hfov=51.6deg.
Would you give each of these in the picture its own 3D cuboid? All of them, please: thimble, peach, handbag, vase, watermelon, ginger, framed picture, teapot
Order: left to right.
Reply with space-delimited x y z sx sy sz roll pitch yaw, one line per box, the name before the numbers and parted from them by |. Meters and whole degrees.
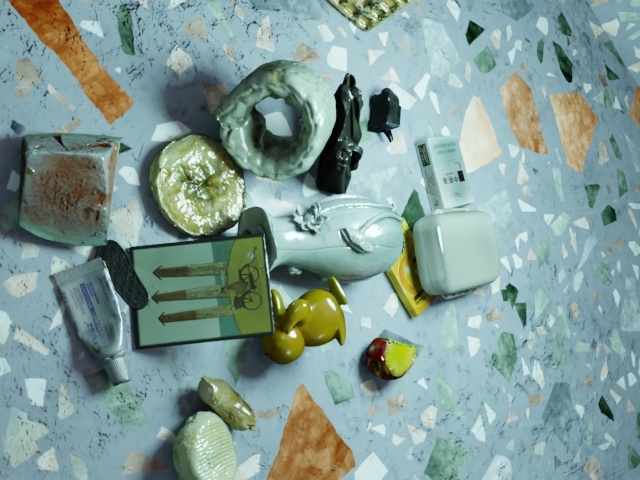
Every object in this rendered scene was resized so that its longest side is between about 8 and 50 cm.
watermelon | -0.526 -0.124 1.419 0.213 0.201 0.262 3 82 -27
framed picture | -0.280 0.118 1.556 0.324 0.013 0.244 -6 82 -4
ginger | -0.228 0.391 1.598 0.069 0.095 0.190 -45 107 -13
thimble | -0.113 -0.313 1.697 0.291 0.291 0.195 50 28 -17
vase | 0.000 0.000 1.758 0.445 0.250 0.250 -2 82 -36
handbag | 0.065 -0.294 1.857 0.113 0.257 0.285 9 73 -1
teapot | 0.215 -0.396 2.086 0.096 0.087 0.177 16 71 -38
peach | 0.199 0.333 1.918 0.172 0.092 0.127 -14 94 -49

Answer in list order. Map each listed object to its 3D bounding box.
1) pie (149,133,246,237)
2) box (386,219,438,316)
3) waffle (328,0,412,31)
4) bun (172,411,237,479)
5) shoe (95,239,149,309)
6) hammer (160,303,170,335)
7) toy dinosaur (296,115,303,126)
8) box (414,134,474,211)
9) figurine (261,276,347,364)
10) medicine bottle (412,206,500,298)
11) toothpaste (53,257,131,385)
pie | -0.302 -0.139 1.674 0.274 0.055 0.274 8 75 -34
box | 0.269 0.084 2.048 0.152 0.043 0.269 -36 102 -36
waffle | 0.101 -0.817 1.980 0.376 0.261 0.114 32 58 -27
bun | -0.272 0.495 1.537 0.164 0.111 0.188 -16 87 -54
shoe | -0.454 0.084 1.520 0.071 0.049 0.179 -34 82 -16
hammer | -0.364 0.188 1.568 0.043 0.043 0.083 4 79 -35
toy dinosaur | -0.031 -0.333 1.926 0.083 0.030 0.047 24 68 -29
box | 0.414 -0.223 2.205 0.155 0.067 0.243 -12 87 -35
figurine | -0.042 0.211 1.703 0.228 0.215 0.215 -7 83 -6
medicine bottle | 0.438 0.034 2.098 0.375 0.123 0.282 -6 86 -47
toothpaste | -0.486 0.186 1.466 0.099 0.068 0.282 -22 92 -43
